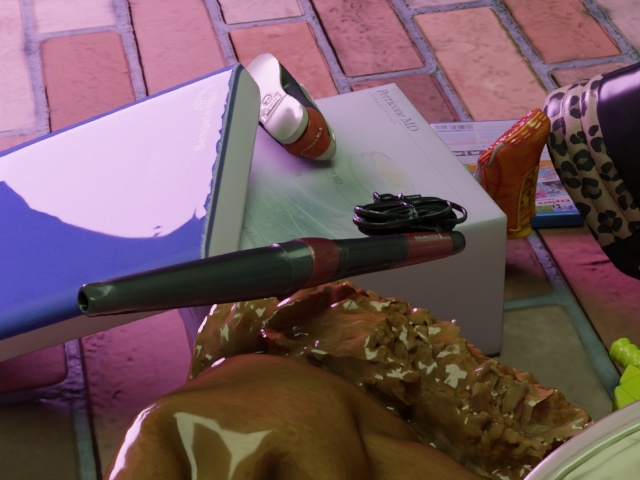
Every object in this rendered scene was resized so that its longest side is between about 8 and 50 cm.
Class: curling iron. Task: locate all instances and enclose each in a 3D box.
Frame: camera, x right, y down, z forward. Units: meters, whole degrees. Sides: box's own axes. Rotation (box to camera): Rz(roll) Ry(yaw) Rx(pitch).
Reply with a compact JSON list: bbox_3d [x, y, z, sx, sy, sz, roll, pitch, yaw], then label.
[{"bbox_3d":[-0.020,0.013,0.915,0.274,0.035,0.068,-15,23,-40],"label":"curling iron"}]

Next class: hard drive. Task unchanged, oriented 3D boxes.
[{"bbox_3d":[-0.201,-0.007,1.216,0.319,0.040,0.210,-17,43,24],"label":"hard drive"}]

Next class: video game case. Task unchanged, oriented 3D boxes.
[{"bbox_3d":[0.166,-0.062,1.451,0.119,0.015,0.166,-2,34,-2],"label":"video game case"}]

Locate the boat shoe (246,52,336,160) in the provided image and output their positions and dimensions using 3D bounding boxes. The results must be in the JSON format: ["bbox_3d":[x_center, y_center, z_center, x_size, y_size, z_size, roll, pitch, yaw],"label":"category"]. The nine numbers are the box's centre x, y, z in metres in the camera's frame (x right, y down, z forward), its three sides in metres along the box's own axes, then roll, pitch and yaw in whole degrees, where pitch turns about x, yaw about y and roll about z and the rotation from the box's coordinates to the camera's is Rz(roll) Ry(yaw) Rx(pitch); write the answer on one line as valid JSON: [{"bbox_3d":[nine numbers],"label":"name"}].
[{"bbox_3d":[-0.027,-0.104,1.259,0.043,0.049,0.137,29,14,-33],"label":"boat shoe"}]

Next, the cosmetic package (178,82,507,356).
[{"bbox_3d":[0.000,0.000,1.264,0.225,0.138,0.224,-12,36,-17],"label":"cosmetic package"}]

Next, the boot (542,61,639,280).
[{"bbox_3d":[0.371,-0.029,1.231,0.284,0.377,0.138,-21,30,47],"label":"boot"}]

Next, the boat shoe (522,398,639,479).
[{"bbox_3d":[0.229,0.126,0.724,0.302,0.109,0.098,-6,31,-16],"label":"boat shoe"}]

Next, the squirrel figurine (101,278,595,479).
[{"bbox_3d":[0.087,0.183,0.887,0.370,0.281,0.397,10,38,6],"label":"squirrel figurine"}]

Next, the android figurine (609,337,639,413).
[{"bbox_3d":[0.317,0.138,1.120,0.248,0.056,0.273,-19,40,-23],"label":"android figurine"}]

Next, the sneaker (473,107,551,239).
[{"bbox_3d":[0.154,-0.043,1.289,0.067,0.175,0.064,41,56,13],"label":"sneaker"}]
